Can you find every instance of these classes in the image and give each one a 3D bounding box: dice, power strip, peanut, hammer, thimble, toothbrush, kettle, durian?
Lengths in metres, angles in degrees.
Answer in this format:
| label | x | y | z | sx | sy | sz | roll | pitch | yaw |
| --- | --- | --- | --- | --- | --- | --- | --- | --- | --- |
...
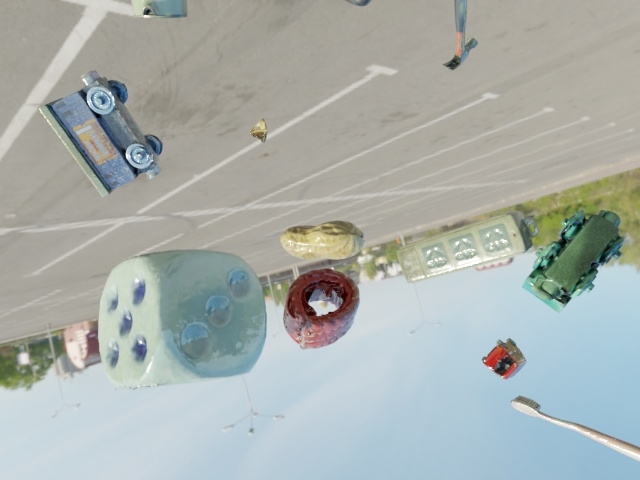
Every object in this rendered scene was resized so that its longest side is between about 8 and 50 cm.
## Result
| label | x | y | z | sx | sy | sz | roll | pitch | yaw |
| --- | --- | --- | --- | --- | --- | --- | --- | --- | --- |
| dice | -0.294 | 0.170 | 1.020 | 0.264 | 0.263 | 0.268 | -18 | 162 | 41 |
| power strip | 0.260 | 0.016 | 0.880 | 0.272 | 0.078 | 0.052 | -21 | 177 | 41 |
| peanut | 0.000 | 0.000 | 1.681 | 0.313 | 0.149 | 0.149 | -2 | -177 | 32 |
| hammer | 0.329 | -0.498 | 1.112 | 0.111 | 0.033 | 0.287 | -52 | 162 | 2 |
| thimble | 0.001 | 0.162 | 1.163 | 0.189 | 0.163 | 0.125 | -28 | 151 | -30 |
| toothbrush | 0.504 | 0.355 | 0.876 | 0.029 | 0.025 | 0.307 | -27 | -153 | -37 |
| kettle | -0.270 | -0.443 | 0.771 | 0.098 | 0.148 | 0.127 | -14 | -148 | -24 |
| durian | -0.180 | -0.340 | 1.477 | 0.066 | 0.052 | 0.130 | -51 | -154 | 11 |

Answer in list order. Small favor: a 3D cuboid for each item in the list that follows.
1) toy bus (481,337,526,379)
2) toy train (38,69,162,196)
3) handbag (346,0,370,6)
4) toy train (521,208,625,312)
| label | x | y | z | sx | sy | sz | roll | pitch | yaw |
| --- | --- | --- | --- | --- | --- | --- | --- | --- | --- |
| toy bus | 0.546 | 0.347 | 1.389 | 0.081 | 0.089 | 0.195 | -54 | 149 | 14 |
| toy train | -0.561 | -0.277 | 1.250 | 0.202 | 0.300 | 0.131 | -23 | -154 | 9 |
| handbag | 0.106 | -0.510 | 0.578 | 0.342 | 0.152 | 0.288 | -37 | 141 | 6 |
| toy train | 0.460 | 0.036 | 0.866 | 0.198 | 0.107 | 0.154 | -48 | 155 | -5 |
